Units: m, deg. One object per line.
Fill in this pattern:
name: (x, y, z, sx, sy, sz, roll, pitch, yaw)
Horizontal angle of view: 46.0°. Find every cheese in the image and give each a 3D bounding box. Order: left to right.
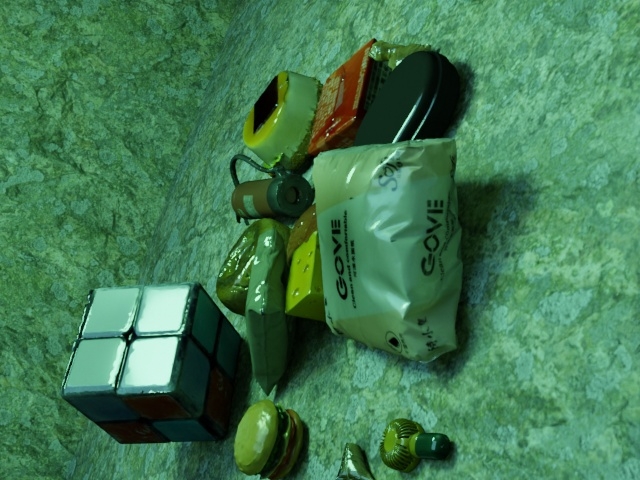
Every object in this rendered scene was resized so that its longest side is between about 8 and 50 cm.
cheese: (-0.013, 0.071, 1.584, 0.093, 0.126, 0.171, -46, 44, 38)

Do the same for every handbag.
handbag: (-0.107, 0.160, 1.683, 0.315, 0.109, 0.253, 88, -176, -46)
handbag: (0.174, -0.250, 1.574, 0.308, 0.093, 0.254, -59, 22, 18)

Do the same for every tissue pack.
tissue pack: (0.118, 0.008, 1.341, 0.390, 0.195, 0.375, 178, 92, -65)

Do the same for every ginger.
ginger: (0.177, -0.400, 1.698, 0.165, 0.067, 0.096, 17, 90, 39)

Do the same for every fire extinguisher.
fire extinguisher: (-0.161, -0.147, 2.112, 0.376, 0.113, 0.200, -3, 85, 59)

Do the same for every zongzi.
zongzi: (0.069, 0.379, 1.285, 0.083, 0.040, 0.076, -23, 40, 43)

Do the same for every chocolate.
chocolate: (0.083, -0.329, 1.834, 0.235, 0.108, 0.237, -30, 41, 56)

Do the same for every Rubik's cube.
Rubik's cube: (-0.411, 0.312, 1.906, 0.313, 0.318, 0.316, -6, 54, 16)

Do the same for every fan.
fan: (0.145, 0.315, 1.168, 0.155, 0.039, 0.082, -24, 47, 58)

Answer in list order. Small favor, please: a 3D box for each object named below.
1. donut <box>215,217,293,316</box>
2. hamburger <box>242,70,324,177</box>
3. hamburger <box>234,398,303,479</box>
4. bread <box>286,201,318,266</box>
donut: (-0.164, 0.068, 1.933, 0.261, 0.128, 0.208, -62, 25, -12)
hamburger: (-0.089, -0.334, 2.129, 0.294, 0.179, 0.276, -48, 31, 31)
hamburger: (-0.105, 0.406, 1.537, 0.162, 0.115, 0.162, -44, 34, 41)
bread: (0.000, -0.001, 1.706, 0.199, 0.104, 0.199, -46, 33, 41)
